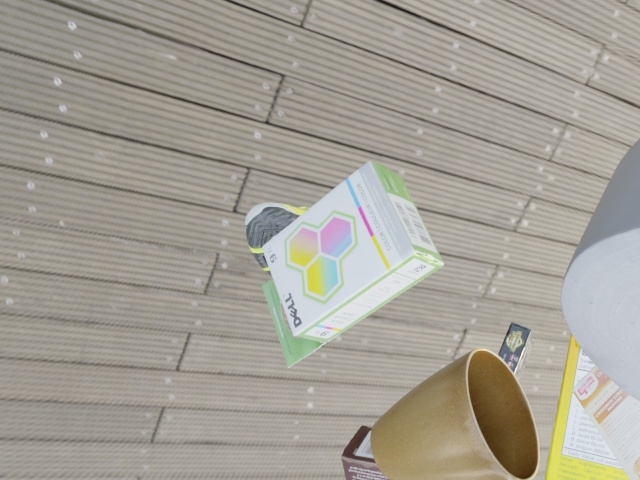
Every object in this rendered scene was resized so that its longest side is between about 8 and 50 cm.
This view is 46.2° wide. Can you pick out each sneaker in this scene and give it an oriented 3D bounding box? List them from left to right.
[{"bbox_3d":[0.000,0.000,1.432,0.145,0.147,0.385,-38,141,27],"label":"sneaker"}]

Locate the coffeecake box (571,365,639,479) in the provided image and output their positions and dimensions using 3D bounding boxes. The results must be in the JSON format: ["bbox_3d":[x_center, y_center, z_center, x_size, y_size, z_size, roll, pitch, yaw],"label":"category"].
[{"bbox_3d":[0.351,0.205,0.719,0.142,0.185,0.068,21,117,-27],"label":"coffeecake box"}]

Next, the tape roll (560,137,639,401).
[{"bbox_3d":[0.225,0.036,0.335,0.072,0.219,0.219,-55,131,-21],"label":"tape roll"}]

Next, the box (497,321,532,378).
[{"bbox_3d":[0.416,0.305,1.686,0.220,0.051,0.175,-66,158,-8],"label":"box"}]

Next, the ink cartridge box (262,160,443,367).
[{"bbox_3d":[0.008,0.029,0.750,0.209,0.109,0.062,-37,148,25],"label":"ink cartridge box"}]

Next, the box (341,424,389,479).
[{"bbox_3d":[0.190,0.653,1.835,0.143,0.191,0.381,-41,127,-54],"label":"box"}]

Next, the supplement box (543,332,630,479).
[{"bbox_3d":[0.447,0.310,1.124,0.195,0.194,0.356,-2,102,-71],"label":"supplement box"}]

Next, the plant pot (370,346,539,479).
[{"bbox_3d":[0.224,0.349,1.359,0.254,0.237,0.237,-29,134,30],"label":"plant pot"}]
